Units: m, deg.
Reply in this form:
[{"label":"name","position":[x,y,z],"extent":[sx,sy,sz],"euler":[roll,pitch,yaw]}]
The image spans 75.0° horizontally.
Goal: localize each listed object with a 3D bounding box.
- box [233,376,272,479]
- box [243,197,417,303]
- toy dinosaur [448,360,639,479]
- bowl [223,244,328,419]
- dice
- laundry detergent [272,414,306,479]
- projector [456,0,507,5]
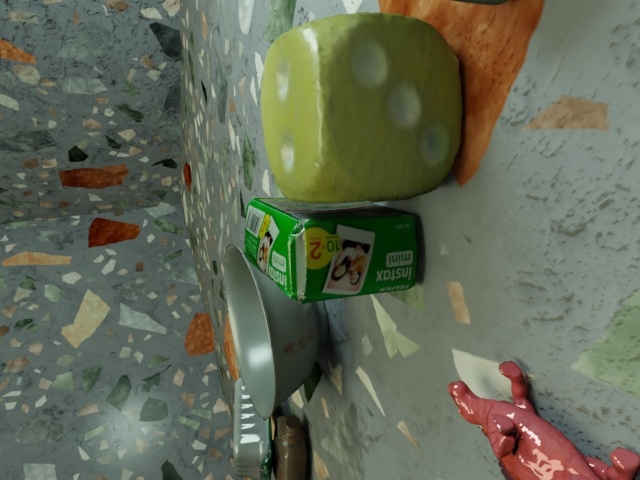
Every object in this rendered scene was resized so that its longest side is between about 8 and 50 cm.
[{"label":"box","position":[-0.203,0.543,1.230],"extent":[0.337,0.105,0.264],"euler":[-103,17,-50]},{"label":"box","position":[0.000,0.000,0.580],"extent":[0.250,0.180,0.103],"euler":[-152,61,-63]},{"label":"toy dinosaur","position":[0.210,0.222,0.342],"extent":[0.286,0.070,0.139],"euler":[38,142,54]},{"label":"bowl","position":[-0.083,0.164,0.853],"extent":[0.345,0.157,0.346],"euler":[170,90,-67]},{"label":"dice","position":[0.037,-0.132,0.456],"extent":[0.169,0.166,0.170],"euler":[-158,61,-64]},{"label":"laundry detergent","position":[-0.090,0.538,1.109],"extent":[0.171,0.076,0.237],"euler":[-133,40,-58]},{"label":"projector","position":[0.123,-0.247,0.322],"extent":[0.083,0.083,0.082],"euler":[118,137,-55]}]
